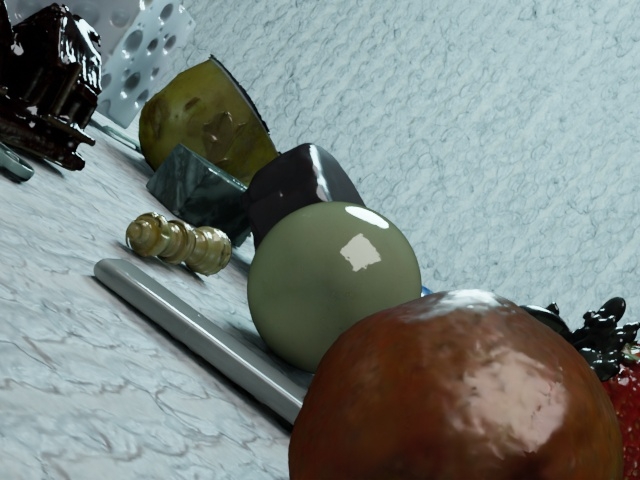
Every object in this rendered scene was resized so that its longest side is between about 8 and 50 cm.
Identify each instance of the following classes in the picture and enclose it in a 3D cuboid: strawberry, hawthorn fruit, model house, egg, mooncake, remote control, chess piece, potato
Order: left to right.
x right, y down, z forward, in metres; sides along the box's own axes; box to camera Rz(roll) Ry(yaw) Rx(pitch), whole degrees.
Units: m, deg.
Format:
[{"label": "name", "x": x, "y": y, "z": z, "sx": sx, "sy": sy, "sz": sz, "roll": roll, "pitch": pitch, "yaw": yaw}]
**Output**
[{"label": "model house", "x": -0.327, "y": -0.192, "z": 1.171, "sx": 0.141, "sy": 0.164, "sz": 0.203, "roll": 33, "pitch": 4, "yaw": 30}, {"label": "chess piece", "x": -0.160, "y": 0.002, "z": 1.152, "sx": 0.060, "sy": 0.060, "sz": 0.172, "roll": 39, "pitch": 7, "yaw": 23}, {"label": "potato", "x": -0.187, "y": -0.152, "z": 1.787, "sx": 0.246, "sy": 0.196, "sz": 0.299, "roll": 52, "pitch": -4, "yaw": 40}, {"label": "remote control", "x": -0.084, "y": 0.098, "z": 0.898, "sx": 0.261, "sy": 0.029, "sz": 0.067, "roll": 35, "pitch": 4, "yaw": 8}, {"label": "mooncake", "x": 0.000, "y": 0.000, "z": 1.560, "sx": 0.283, "sy": 0.141, "sz": 0.283, "roll": 54, "pitch": 17, "yaw": -25}, {"label": "egg", "x": 0.014, "y": 0.051, "z": 1.118, "sx": 0.186, "sy": 0.186, "sz": 0.242, "roll": 37, "pitch": 10, "yaw": 5}, {"label": "hawthorn fruit", "x": 0.083, "y": 0.146, "z": 0.630, "sx": 0.210, "sy": 0.210, "sz": 0.262, "roll": 36, "pitch": 16, "yaw": -8}, {"label": "strawberry", "x": 0.516, "y": 0.340, "z": 1.849, "sx": 0.351, "sy": 0.267, "sz": 0.312, "roll": 61, "pitch": -4, "yaw": -4}]

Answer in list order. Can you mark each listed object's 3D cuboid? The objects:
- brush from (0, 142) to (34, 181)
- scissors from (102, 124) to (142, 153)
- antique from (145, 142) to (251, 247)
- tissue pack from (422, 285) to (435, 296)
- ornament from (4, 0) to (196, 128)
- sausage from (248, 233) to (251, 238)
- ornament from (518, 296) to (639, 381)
[{"label": "brush", "x": -0.389, "y": -0.166, "z": 1.038, "sx": 0.297, "sy": 0.060, "sz": 0.068, "roll": 37, "pitch": 2, "yaw": 3}, {"label": "scissors", "x": -0.291, "y": -0.154, "z": 1.997, "sx": 0.256, "sy": 0.029, "sz": 0.383, "roll": 38, "pitch": 5, "yaw": 18}, {"label": "antique", "x": -0.165, "y": -0.064, "z": 1.610, "sx": 0.088, "sy": 0.086, "sz": 0.183, "roll": 40, "pitch": 5, "yaw": 34}, {"label": "tissue pack", "x": 0.162, "y": 0.175, "z": 1.249, "sx": 0.198, "sy": 0.146, "sz": 0.263, "roll": 30, "pitch": 8, "yaw": -47}, {"label": "ornament", "x": -0.398, "y": -0.372, "z": 1.810, "sx": 0.240, "sy": 0.239, "sz": 0.239, "roll": 33, "pitch": -2, "yaw": 10}, {"label": "sausage", "x": -0.145, "y": -0.036, "z": 1.826, "sx": 0.042, "sy": 0.036, "sz": 0.158, "roll": 27, "pitch": 7, "yaw": -18}, {"label": "ornament", "x": 0.142, "y": 0.125, "z": 0.905, "sx": 0.106, "sy": 0.260, "sz": 0.251, "roll": 42, "pitch": 2, "yaw": -10}]
